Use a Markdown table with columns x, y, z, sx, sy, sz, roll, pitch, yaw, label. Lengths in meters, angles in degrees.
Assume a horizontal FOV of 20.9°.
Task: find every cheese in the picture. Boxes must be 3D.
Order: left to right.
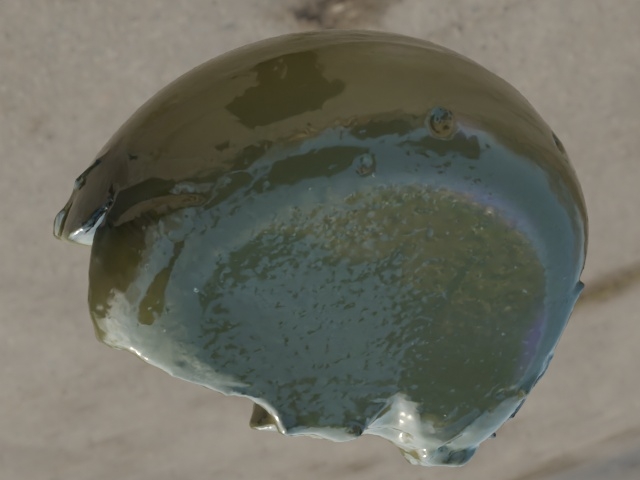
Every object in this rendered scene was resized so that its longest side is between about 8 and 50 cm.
| x | y | z | sx | sy | sz | roll | pitch | yaw | label |
| --- | --- | --- | --- | --- | --- | --- | --- | --- | --- |
| 0.000 | 0.000 | 0.677 | 0.202 | 0.091 | 0.175 | 12 | 114 | -27 | cheese |
